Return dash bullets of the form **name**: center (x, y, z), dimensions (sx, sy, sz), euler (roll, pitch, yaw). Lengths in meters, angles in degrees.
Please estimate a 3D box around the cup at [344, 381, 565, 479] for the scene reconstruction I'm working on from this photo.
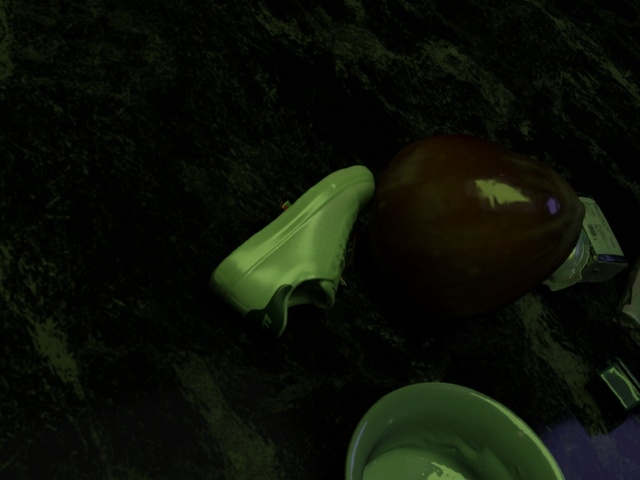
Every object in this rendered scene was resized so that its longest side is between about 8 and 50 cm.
- **cup**: center (0.165, 0.388, 1.332), dimensions (0.347, 0.163, 0.347), euler (14, 49, -17)

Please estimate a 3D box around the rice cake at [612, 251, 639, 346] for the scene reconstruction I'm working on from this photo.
- **rice cake**: center (0.658, 0.093, 1.886), dimensions (0.106, 0.050, 0.298), euler (36, 47, 5)

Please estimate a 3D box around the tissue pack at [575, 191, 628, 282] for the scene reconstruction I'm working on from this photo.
- **tissue pack**: center (0.511, -0.007, 1.866), dimensions (0.103, 0.090, 0.170), euler (5, 54, -30)

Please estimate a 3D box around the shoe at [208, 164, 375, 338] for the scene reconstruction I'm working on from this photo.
- **shoe**: center (-0.001, 0.018, 1.558), dimensions (0.160, 0.131, 0.363), euler (46, 58, 10)

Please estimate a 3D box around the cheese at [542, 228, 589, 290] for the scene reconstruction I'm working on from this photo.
- **cheese**: center (0.430, -0.010, 1.821), dimensions (0.052, 0.135, 0.244), euler (49, 23, -49)

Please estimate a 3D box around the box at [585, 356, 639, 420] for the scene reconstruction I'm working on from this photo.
- **box**: center (0.514, 0.263, 1.670), dimensions (0.054, 0.074, 0.099), euler (-25, 68, -23)

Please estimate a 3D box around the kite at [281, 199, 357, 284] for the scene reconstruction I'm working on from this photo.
- **kite**: center (0.000, 0.000, 1.656), dimensions (0.241, 0.014, 0.183), euler (-33, 77, -34)

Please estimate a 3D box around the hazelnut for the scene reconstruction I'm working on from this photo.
- **hazelnut**: center (0.249, -0.027, 1.591), dimensions (0.372, 0.372, 0.315), euler (-19, 103, -36)
